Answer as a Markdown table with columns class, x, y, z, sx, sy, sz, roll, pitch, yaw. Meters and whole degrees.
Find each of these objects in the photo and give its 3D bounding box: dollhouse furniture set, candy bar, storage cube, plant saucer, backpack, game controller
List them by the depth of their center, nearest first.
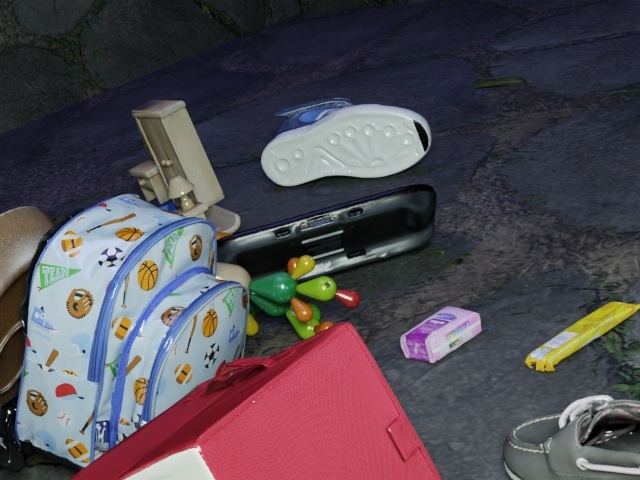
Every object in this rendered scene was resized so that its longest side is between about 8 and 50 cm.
| class | x | y | z | sx | sy | sz | roll | pitch | yaw |
| --- | --- | --- | --- | --- | --- | --- | --- | --- | --- |
| storage cube | -0.043 | 0.202 | 0.841 | 0.183 | 0.215 | 0.193 | -26 | 3 | 38 |
| backpack | -0.200 | 0.093 | 1.240 | 0.213 | 0.264 | 0.276 | 10 | 27 | 18 |
| plant saucer | -0.342 | 0.116 | 1.243 | 0.050 | 0.311 | 0.310 | 22 | 29 | 10 |
| candy bar | 0.279 | 0.097 | 1.246 | 0.161 | 0.018 | 0.040 | -27 | 19 | -31 |
| game controller | 0.000 | 0.000 | 1.553 | 0.319 | 0.166 | 0.067 | -16 | 62 | -4 |
| dollhouse furniture set | -0.353 | -0.065 | 1.820 | 0.355 | 0.174 | 0.303 | -31 | 21 | -25 |

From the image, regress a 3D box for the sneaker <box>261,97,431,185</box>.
| class | x | y | z | sx | sy | sz | roll | pitch | yaw |
| --- | --- | --- | --- | --- | --- | --- | --- | --- | --- |
| sneaker | 0.069 | -0.200 | 2.056 | 0.322 | 0.130 | 0.236 | -10 | 23 | 29 |

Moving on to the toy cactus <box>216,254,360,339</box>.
| class | x | y | z | sx | sy | sz | roll | pitch | yaw |
| --- | --- | --- | --- | --- | --- | --- | --- | --- | --- |
| toy cactus | -0.069 | 0.056 | 1.417 | 0.180 | 0.112 | 0.219 | 20 | -11 | -29 |

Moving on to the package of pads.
| class | x | y | z | sx | sy | sz | roll | pitch | yaw |
| --- | --- | --- | --- | --- | --- | --- | --- | --- | --- |
| package of pads | 0.134 | 0.104 | 1.313 | 0.083 | 0.032 | 0.050 | -28 | 21 | -34 |

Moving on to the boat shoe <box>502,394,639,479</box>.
| class | x | y | z | sx | sy | sz | roll | pitch | yaw |
| --- | --- | --- | --- | --- | --- | --- | --- | --- | --- |
| boat shoe | 0.269 | 0.160 | 0.927 | 0.112 | 0.096 | 0.335 | -24 | 16 | -31 |

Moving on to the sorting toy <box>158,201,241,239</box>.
| class | x | y | z | sx | sy | sz | roll | pitch | yaw |
| --- | --- | --- | --- | --- | --- | --- | --- | --- | --- |
| sorting toy | -0.229 | 0.011 | 1.818 | 0.196 | 0.047 | 0.347 | -29 | 20 | -18 |
